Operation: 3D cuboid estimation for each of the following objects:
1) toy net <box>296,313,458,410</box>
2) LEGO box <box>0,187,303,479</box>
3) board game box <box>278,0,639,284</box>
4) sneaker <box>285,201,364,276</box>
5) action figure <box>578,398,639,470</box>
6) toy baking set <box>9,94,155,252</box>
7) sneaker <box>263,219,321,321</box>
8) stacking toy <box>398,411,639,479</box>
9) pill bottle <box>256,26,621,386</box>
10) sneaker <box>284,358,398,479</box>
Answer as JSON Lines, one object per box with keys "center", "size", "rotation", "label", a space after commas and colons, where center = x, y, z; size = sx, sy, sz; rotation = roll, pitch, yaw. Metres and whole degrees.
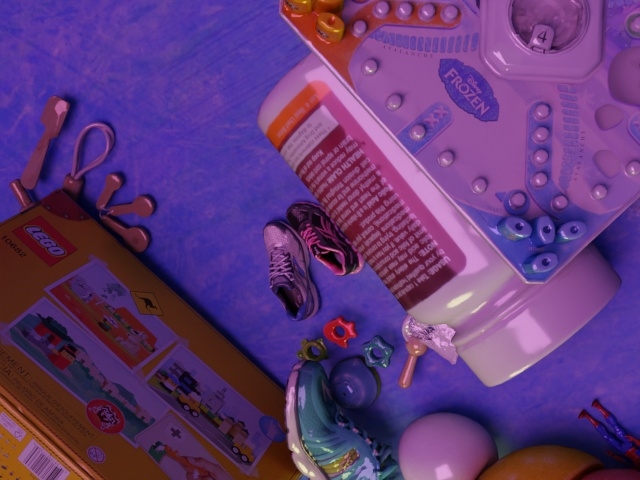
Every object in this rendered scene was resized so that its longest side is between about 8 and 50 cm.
{"center": [0.086, 0.126, 1.507], "size": [0.232, 0.045, 0.122], "rotation": [-31, 90, 27], "label": "toy net"}
{"center": [-0.279, 0.210, 1.492], "size": [0.500, 0.372, 0.193], "rotation": [42, 118, 3], "label": "LEGO box"}
{"center": [0.225, -0.223, 1.204], "size": [0.390, 0.050, 0.390], "rotation": [-42, 87, -5], "label": "board game box"}
{"center": [0.000, 0.000, 1.496], "size": [0.119, 0.057, 0.047], "rotation": [42, 120, 8], "label": "sneaker"}
{"center": [0.355, 0.239, 1.428], "size": [0.115, 0.030, 0.038], "rotation": [43, 113, 4], "label": "action figure"}
{"center": [-0.326, -0.060, 1.644], "size": [0.197, 0.030, 0.256], "rotation": [-30, 96, 25], "label": "toy baking set"}
{"center": [-0.040, 0.040, 1.526], "size": [0.052, 0.058, 0.135], "rotation": [-19, 97, 28], "label": "sneaker"}
{"center": [0.277, 0.346, 1.378], "size": [0.480, 0.351, 0.350], "rotation": [34, 118, 29], "label": "stacking toy"}
{"center": [0.132, -0.051, 1.324], "size": [0.224, 0.224, 0.392], "rotation": [-40, 87, 29], "label": "pill bottle"}
{"center": [0.039, 0.262, 1.504], "size": [0.110, 0.107, 0.275], "rotation": [-15, 110, 28], "label": "sneaker"}
